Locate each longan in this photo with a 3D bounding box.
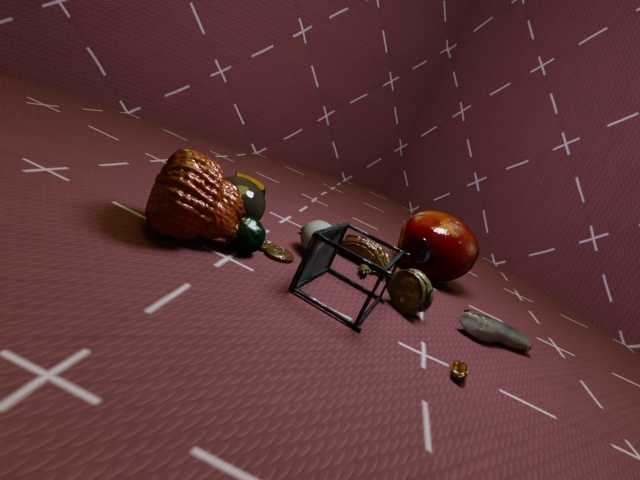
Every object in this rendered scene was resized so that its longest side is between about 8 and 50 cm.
[{"bbox_3d":[-0.326,-0.137,1.585,0.247,0.214,0.246,7,-20,2],"label":"longan"}]

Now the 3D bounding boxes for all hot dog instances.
[{"bbox_3d":[0.218,0.049,1.873,0.259,0.114,0.175,28,0,16],"label":"hot dog"},{"bbox_3d":[0.425,0.399,1.258,0.049,0.036,0.122,18,8,22],"label":"hot dog"}]

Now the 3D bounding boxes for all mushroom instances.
[{"bbox_3d":[0.697,0.361,1.634,0.352,0.097,0.109,20,18,-20],"label":"mushroom"}]

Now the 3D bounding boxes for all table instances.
[{"bbox_3d":[0.112,0.104,1.405,0.273,0.222,0.335,29,18,15],"label":"table"}]

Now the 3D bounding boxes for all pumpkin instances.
[{"bbox_3d":[-0.378,-0.218,1.860,0.190,0.139,0.281,36,17,24],"label":"pumpkin"}]

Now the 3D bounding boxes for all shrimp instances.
[{"bbox_3d":[0.219,0.142,1.757,0.125,0.034,0.178,27,7,2],"label":"shrimp"}]

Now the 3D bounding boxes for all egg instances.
[{"bbox_3d":[0.000,0.000,1.686,0.151,0.151,0.209,14,21,-31],"label":"egg"}]

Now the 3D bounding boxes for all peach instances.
[{"bbox_3d":[0.562,0.028,2.046,0.406,0.334,0.310,38,27,24],"label":"peach"}]

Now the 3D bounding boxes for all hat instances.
[{"bbox_3d":[-0.338,-0.112,1.344,0.401,0.285,0.285,20,17,-25],"label":"hat"}]

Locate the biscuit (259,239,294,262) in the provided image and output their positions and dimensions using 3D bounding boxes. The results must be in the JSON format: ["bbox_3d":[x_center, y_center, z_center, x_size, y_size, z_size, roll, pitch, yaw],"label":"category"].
[{"bbox_3d":[-0.179,0.034,1.557,0.175,0.026,0.124,28,17,13],"label":"biscuit"}]

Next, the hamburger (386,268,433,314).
[{"bbox_3d":[0.347,0.192,1.547,0.186,0.176,0.114,-15,-18,40],"label":"hamburger"}]

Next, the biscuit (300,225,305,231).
[{"bbox_3d":[0.013,-0.021,1.960,0.180,0.039,0.236,34,19,37],"label":"biscuit"}]

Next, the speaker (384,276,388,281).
[{"bbox_3d":[0.356,0.211,1.711,0.082,0.044,0.218,14,19,-30],"label":"speaker"}]
